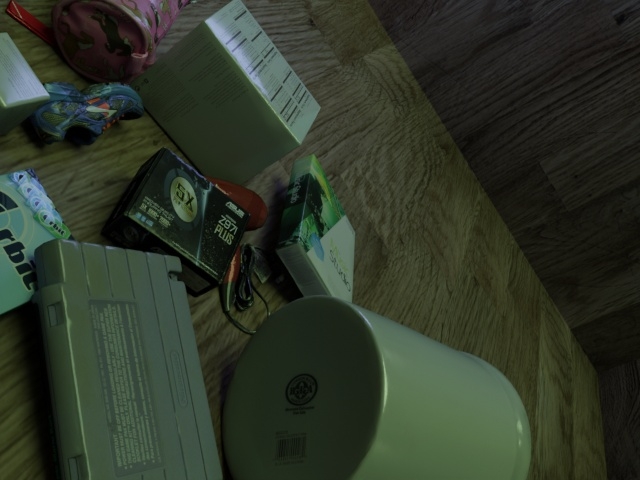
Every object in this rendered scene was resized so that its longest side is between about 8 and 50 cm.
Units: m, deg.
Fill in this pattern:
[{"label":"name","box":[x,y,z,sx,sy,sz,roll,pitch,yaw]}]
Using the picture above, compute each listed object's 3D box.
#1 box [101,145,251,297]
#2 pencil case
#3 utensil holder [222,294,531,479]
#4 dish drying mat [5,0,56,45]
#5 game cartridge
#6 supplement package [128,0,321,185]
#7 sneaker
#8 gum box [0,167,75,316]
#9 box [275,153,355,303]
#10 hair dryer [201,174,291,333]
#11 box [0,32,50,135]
[{"label":"box","box":[-0.215,-0.026,1.027,0.180,0.077,0.147,40,46,-23]},{"label":"pencil case","box":[-0.330,-0.422,1.181,0.386,0.167,0.160,-81,167,-50]},{"label":"utensil holder","box":[0.090,0.282,1.039,0.385,0.327,0.328,30,40,-41]},{"label":"dish drying mat","box":[-0.452,-0.341,1.053,0.083,0.008,0.032,36,35,-39]},{"label":"game cartridge","box":[-0.235,0.180,0.831,0.230,0.068,0.355,11,60,-56]},{"label":"supplement package","box":[-0.169,-0.268,1.253,0.263,0.199,0.198,51,28,-18]},{"label":"sneaker","box":[-0.353,-0.186,1.015,0.221,0.083,0.087,-22,96,-57]},{"label":"gum box","box":[-0.384,0.005,0.802,0.157,0.041,0.184,60,28,-4]},{"label":"box","box":[0.000,0.000,1.370,0.322,0.058,0.232,-85,152,-53]},{"label":"hair dryer","box":[-0.146,-0.006,1.173,0.294,0.080,0.224,53,29,-13]},{"label":"box","box":[-0.427,-0.192,0.851,0.101,0.102,0.087,57,25,-8]}]
